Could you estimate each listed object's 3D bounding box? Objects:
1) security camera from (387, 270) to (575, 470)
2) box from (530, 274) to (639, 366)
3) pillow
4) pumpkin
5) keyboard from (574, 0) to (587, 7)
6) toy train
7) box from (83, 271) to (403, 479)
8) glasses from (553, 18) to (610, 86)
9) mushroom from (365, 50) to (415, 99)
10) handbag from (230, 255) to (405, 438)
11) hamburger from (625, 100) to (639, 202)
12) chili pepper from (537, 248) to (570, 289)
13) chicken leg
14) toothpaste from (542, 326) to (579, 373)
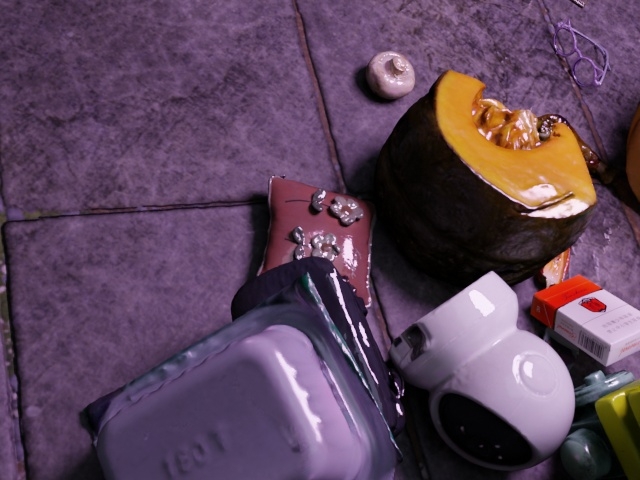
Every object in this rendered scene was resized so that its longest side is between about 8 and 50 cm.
[{"bbox_3d":[0.225,0.184,1.162,0.194,0.194,0.236,-30,78,-30],"label":"security camera"},{"bbox_3d":[0.398,0.114,1.300,0.100,0.048,0.152,-16,32,-28],"label":"box"},{"bbox_3d":[0.000,0.000,1.245,0.171,0.075,0.179,13,61,-13],"label":"pillow"},{"bbox_3d":[0.229,-0.077,1.292,0.303,0.225,0.256,24,53,1],"label":"pumpkin"},{"bbox_3d":[0.516,-0.504,1.735,0.049,0.015,0.129,37,57,-4],"label":"keyboard"},{"bbox_3d":[0.536,0.211,1.202,0.441,0.272,0.179,-18,80,-27],"label":"toy train"},{"bbox_3d":[-0.107,0.223,0.965,0.336,0.106,0.264,-31,72,10],"label":"box"},{"bbox_3d":[0.497,-0.343,1.613,0.103,0.062,0.140,-17,71,-28],"label":"glasses"},{"bbox_3d":[0.115,-0.269,1.435,0.083,0.067,0.084,11,62,-22],"label":"mushroom"},{"bbox_3d":[-0.004,0.159,1.100,0.181,0.181,0.255,-25,73,3],"label":"handbag"},{"bbox_3d":[0.700,-0.174,1.427,0.395,0.396,0.277,39,58,4],"label":"hamburger"},{"bbox_3d":[0.376,0.015,1.399,0.045,0.027,0.178,33,58,-5],"label":"chili pepper"},{"bbox_3d":[0.422,-0.147,1.484,0.178,0.070,0.093,31,31,-16],"label":"chicken leg"},{"bbox_3d":[0.322,0.216,1.269,0.062,0.037,0.216,34,52,-4],"label":"toothpaste"}]
